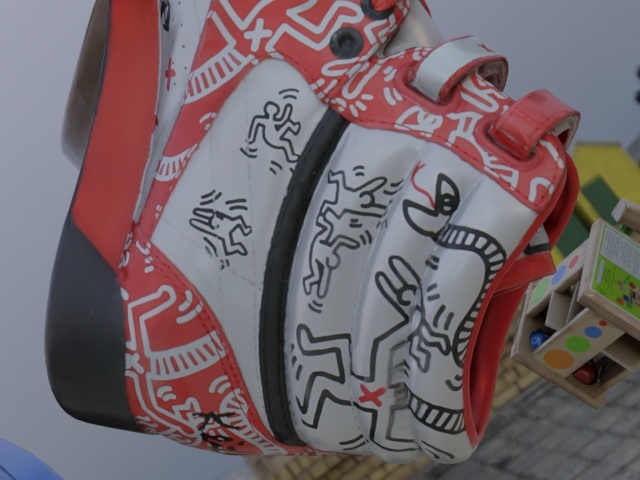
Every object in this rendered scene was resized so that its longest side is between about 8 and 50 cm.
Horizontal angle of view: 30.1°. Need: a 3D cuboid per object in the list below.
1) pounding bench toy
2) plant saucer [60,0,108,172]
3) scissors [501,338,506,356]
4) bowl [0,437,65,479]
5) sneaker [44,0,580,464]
[{"bbox_3d":[0.133,0.027,0.571,0.065,0.052,0.083,-50,13,46],"label":"pounding bench toy"},{"bbox_3d":[-0.081,-0.151,0.631,0.278,0.041,0.278,-160,90,-81],"label":"plant saucer"},{"bbox_3d":[0.000,0.000,0.847,0.021,0.297,0.109,-26,-45,-69],"label":"scissors"},{"bbox_3d":[-0.181,0.271,0.530,0.077,0.391,0.391,3,-36,-44],"label":"bowl"},{"bbox_3d":[0.009,-0.067,0.357,0.145,0.270,0.090,7,-1,17],"label":"sneaker"}]
